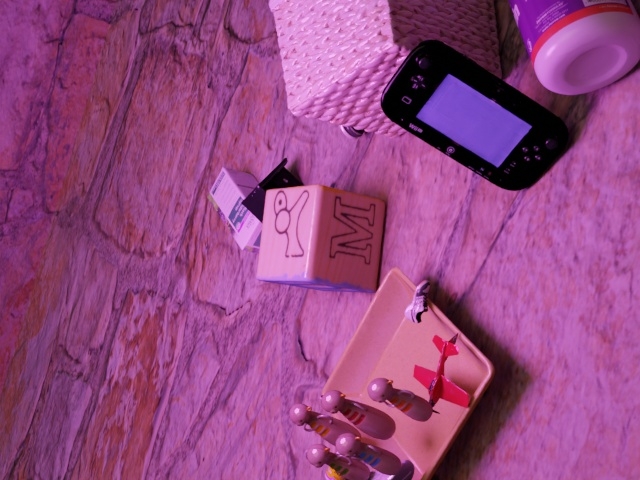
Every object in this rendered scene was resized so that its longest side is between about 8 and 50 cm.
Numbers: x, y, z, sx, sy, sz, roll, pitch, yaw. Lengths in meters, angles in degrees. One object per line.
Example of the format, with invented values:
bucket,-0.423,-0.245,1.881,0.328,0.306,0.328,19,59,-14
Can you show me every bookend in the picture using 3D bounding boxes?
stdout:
bookend,-0.076,-0.086,2.166,0.157,0.156,0.072,45,127,-4

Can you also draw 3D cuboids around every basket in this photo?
basket,0.132,-0.394,1.808,0.331,0.328,0.267,-25,66,45

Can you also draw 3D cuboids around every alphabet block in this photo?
alphabet block,0.000,0.000,1.970,0.192,0.193,0.197,0,81,50

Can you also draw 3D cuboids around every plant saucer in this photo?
plant saucer,0.173,0.273,1.776,0.333,0.081,0.333,48,117,46

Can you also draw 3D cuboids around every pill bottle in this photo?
pill bottle,0.408,-0.417,1.579,0.181,0.181,0.323,-38,53,39
pill bottle,0.044,0.455,1.917,0.043,0.043,0.083,45,116,46

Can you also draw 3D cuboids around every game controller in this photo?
game controller,0.265,-0.211,1.627,0.166,0.319,0.067,-55,12,25

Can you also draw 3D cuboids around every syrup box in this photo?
syrup box,-0.177,-0.071,2.285,0.093,0.096,0.237,-60,41,22

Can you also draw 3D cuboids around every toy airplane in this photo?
toy airplane,0.212,0.232,1.651,0.151,0.028,0.151,-18,67,49

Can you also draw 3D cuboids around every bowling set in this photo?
bowling set,0.053,0.365,1.655,0.287,0.154,0.200,-38,30,45

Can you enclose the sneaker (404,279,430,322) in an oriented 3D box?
sneaker,0.186,0.113,1.719,0.037,0.032,0.083,37,115,35

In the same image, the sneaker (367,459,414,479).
sneaker,0.112,0.436,1.705,0.152,0.053,0.061,-52,43,30

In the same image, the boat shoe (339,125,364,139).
boat shoe,0.081,-0.336,2.043,0.079,0.084,0.233,-12,69,50
